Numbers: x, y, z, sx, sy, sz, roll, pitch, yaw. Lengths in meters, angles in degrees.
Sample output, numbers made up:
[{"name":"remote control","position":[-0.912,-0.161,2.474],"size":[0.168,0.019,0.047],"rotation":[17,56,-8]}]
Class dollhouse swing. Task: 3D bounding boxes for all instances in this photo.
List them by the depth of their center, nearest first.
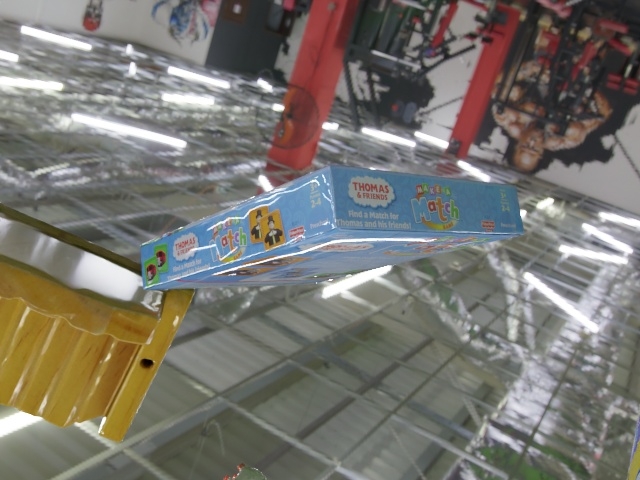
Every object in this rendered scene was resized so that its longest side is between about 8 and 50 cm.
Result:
[{"name":"dollhouse swing","position":[-0.343,0.103,0.735],"size":[0.347,0.315,0.305],"rotation":[25,-166,-12]}]

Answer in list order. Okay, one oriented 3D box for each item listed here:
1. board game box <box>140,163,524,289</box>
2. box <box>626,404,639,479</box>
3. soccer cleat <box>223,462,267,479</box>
[{"name":"board game box","position":[0.000,0.000,0.474],"size":[0.160,0.039,0.212],"rotation":[1,169,-40]},{"name":"box","position":[0.240,0.078,0.265],"size":[0.177,0.279,0.290],"rotation":[20,-132,18]},{"name":"soccer cleat","position":[-0.139,0.374,0.926],"size":[0.076,0.068,0.196],"rotation":[41,-133,19]}]
